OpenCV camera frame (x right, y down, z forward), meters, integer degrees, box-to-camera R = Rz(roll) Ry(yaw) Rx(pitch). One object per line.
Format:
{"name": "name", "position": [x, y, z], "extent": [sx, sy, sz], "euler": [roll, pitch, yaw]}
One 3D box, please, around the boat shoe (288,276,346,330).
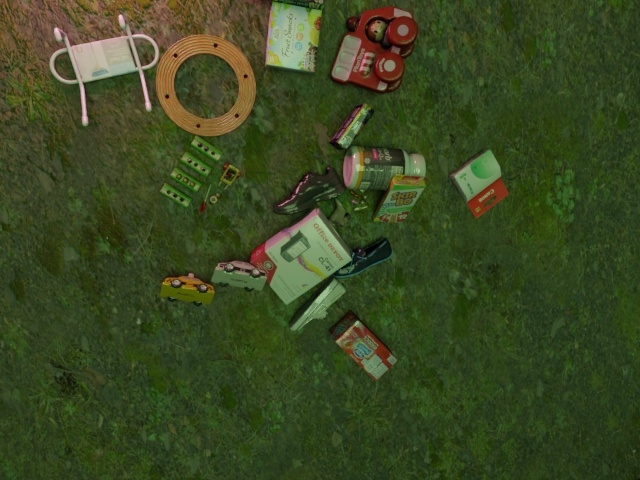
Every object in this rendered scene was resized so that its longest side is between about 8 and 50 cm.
{"name": "boat shoe", "position": [-0.010, 0.266, 1.871], "extent": [0.088, 0.096, 0.267], "euler": [44, 82, -12]}

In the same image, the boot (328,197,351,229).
{"name": "boot", "position": [0.061, -0.096, 1.825], "extent": [0.087, 0.042, 0.118], "euler": [-35, 115, 7]}

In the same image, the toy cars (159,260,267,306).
{"name": "toy cars", "position": [-0.386, 0.142, 1.724], "extent": [0.394, 0.087, 0.176], "euler": [-16, 136, 12]}

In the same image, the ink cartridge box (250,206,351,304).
{"name": "ink cartridge box", "position": [-0.071, 0.056, 1.767], "extent": [0.306, 0.131, 0.226], "euler": [-35, 105, 10]}

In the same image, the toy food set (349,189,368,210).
{"name": "toy food set", "position": [0.145, -0.177, 1.842], "extent": [0.078, 0.019, 0.122], "euler": [-17, 104, -7]}

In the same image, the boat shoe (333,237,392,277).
{"name": "boat shoe", "position": [0.154, 0.059, 1.860], "extent": [0.259, 0.109, 0.088], "euler": [-26, 118, -21]}

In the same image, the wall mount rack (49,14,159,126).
{"name": "wall mount rack", "position": [-0.691, -0.542, 1.539], "extent": [0.351, 0.130, 0.303], "euler": [-15, 104, -7]}

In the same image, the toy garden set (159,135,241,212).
{"name": "toy garden set", "position": [-0.420, -0.214, 1.698], "extent": [0.204, 0.049, 0.244], "euler": [33, 96, -19]}

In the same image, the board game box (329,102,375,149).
{"name": "board game box", "position": [0.111, -0.408, 1.723], "extent": [0.048, 0.141, 0.170], "euler": [36, 93, -15]}

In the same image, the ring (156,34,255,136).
{"name": "ring", "position": [-0.394, -0.533, 1.653], "extent": [0.337, 0.032, 0.336], "euler": [-2, 101, -11]}

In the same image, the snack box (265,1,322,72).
{"name": "snack box", "position": [-0.096, -0.699, 1.657], "extent": [0.175, 0.070, 0.206], "euler": [6, 99, -12]}

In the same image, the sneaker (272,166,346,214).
{"name": "sneaker", "position": [-0.052, -0.183, 1.769], "extent": [0.287, 0.109, 0.130], "euler": [-25, 99, -15]}

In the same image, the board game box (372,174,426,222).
{"name": "board game box", "position": [0.293, -0.151, 1.780], "extent": [0.124, 0.039, 0.259], "euler": [2, 145, -13]}

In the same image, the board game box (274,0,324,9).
{"name": "board game box", "position": [-0.117, -0.861, 1.609], "extent": [0.260, 0.030, 0.136], "euler": [4, 68, -12]}

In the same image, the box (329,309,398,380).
{"name": "box", "position": [0.172, 0.422, 1.920], "extent": [0.128, 0.122, 0.257], "euler": [-44, 106, 0]}

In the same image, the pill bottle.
{"name": "pill bottle", "position": [0.235, -0.265, 1.768], "extent": [0.279, 0.162, 0.162], "euler": [1, 101, -12]}

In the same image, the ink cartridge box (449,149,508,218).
{"name": "ink cartridge box", "position": [0.653, -0.224, 1.919], "extent": [0.181, 0.056, 0.224], "euler": [-37, 104, -2]}

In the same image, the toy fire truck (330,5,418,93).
{"name": "toy fire truck", "position": [0.193, -0.680, 1.685], "extent": [0.254, 0.169, 0.301], "euler": [20, 97, 4]}
